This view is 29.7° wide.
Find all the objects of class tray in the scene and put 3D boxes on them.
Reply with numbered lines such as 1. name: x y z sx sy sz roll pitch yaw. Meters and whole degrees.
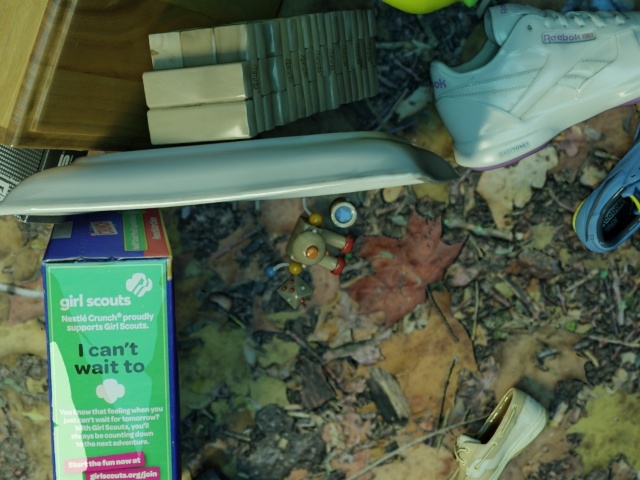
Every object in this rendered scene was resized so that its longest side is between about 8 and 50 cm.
1. tray: -0.150 -0.180 1.044 0.076 0.411 0.202 23 100 16

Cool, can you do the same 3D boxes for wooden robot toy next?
1. wooden robot toy: 0.000 0.000 1.261 0.076 0.079 0.173 20 100 -9

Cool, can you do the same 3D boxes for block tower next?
1. block tower: -0.038 -0.157 1.092 0.097 0.335 0.091 -1 103 21

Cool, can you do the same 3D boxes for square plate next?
1. square plate: -0.062 -0.059 1.076 0.347 0.344 0.049 -4 92 12

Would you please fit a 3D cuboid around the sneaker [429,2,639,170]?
1. sneaker: 0.255 -0.193 1.225 0.305 0.114 0.152 -28 104 1

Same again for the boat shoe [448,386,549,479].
1. boat shoe: 0.177 0.233 1.337 0.059 0.063 0.170 43 86 -9

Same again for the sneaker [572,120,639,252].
1. sneaker: 0.351 -0.073 1.276 0.069 0.082 0.209 36 95 -9

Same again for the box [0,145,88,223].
1. box: -0.323 -0.163 1.139 0.270 0.060 0.216 26 100 25

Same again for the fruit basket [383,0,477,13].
1. fruit basket: -0.006 -0.356 1.040 0.392 0.392 0.283 9 101 -7

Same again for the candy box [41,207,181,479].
1. candy box: -0.199 0.141 1.176 0.122 0.268 0.317 -4 102 -8

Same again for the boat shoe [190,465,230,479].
1. boat shoe: -0.041 0.343 1.316 0.258 0.109 0.089 35 93 -13
